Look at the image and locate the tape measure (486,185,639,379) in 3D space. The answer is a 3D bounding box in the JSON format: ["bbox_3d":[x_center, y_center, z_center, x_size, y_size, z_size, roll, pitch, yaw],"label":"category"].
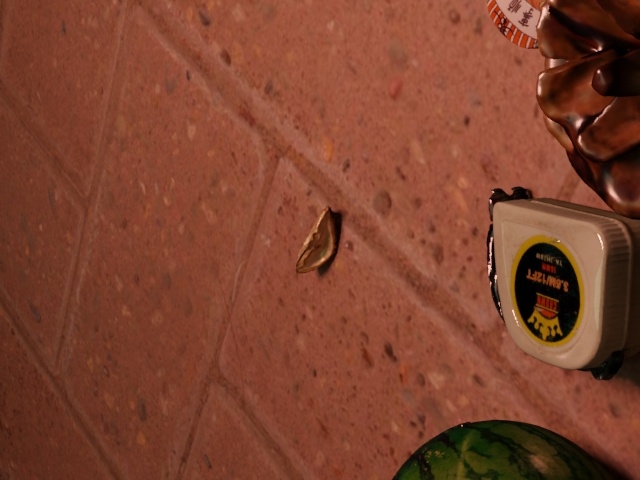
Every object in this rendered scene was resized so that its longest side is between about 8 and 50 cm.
[{"bbox_3d":[0.295,0.052,1.492,0.235,0.115,0.207,19,114,58],"label":"tape measure"}]

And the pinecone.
[{"bbox_3d":[0.379,-0.188,1.127,0.398,0.398,0.397,19,114,49],"label":"pinecone"}]

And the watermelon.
[{"bbox_3d":[0.223,0.387,1.486,0.363,0.363,0.363,19,114,49],"label":"watermelon"}]

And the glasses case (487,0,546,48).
[{"bbox_3d":[0.282,-0.324,1.346,0.103,0.067,0.266,52,124,23],"label":"glasses case"}]

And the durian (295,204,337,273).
[{"bbox_3d":[-0.008,-0.006,1.903,0.052,0.066,0.130,47,124,34],"label":"durian"}]
